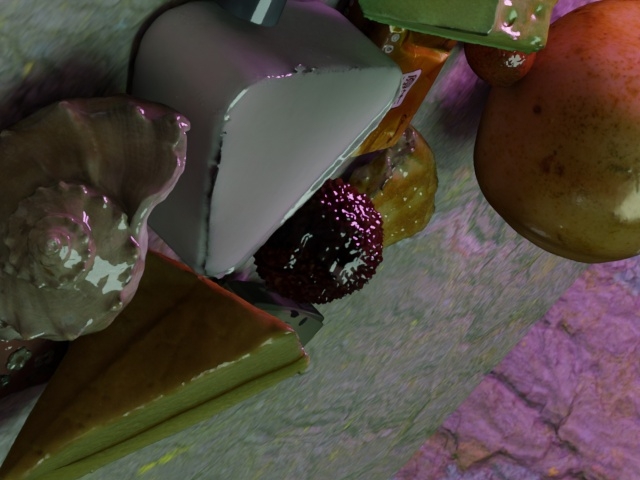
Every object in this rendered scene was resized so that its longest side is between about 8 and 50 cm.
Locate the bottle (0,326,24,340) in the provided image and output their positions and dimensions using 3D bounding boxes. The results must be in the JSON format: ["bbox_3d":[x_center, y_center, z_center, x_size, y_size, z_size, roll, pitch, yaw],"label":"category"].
[{"bbox_3d":[-0.338,0.057,1.550,0.099,0.099,0.152,-46,156,3],"label":"bottle"}]

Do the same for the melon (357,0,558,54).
[{"bbox_3d":[0.210,-0.381,1.613,0.331,0.226,0.343,8,99,-38],"label":"melon"}]

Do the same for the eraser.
[{"bbox_3d":[-0.096,-0.109,1.630,0.331,0.150,0.331,-40,157,-21],"label":"eraser"}]

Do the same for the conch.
[{"bbox_3d":[-0.242,-0.048,1.429,0.263,0.324,0.186,-45,115,2],"label":"conch"}]

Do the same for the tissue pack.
[{"bbox_3d":[0.069,-0.213,1.821,0.183,0.092,0.226,-19,149,-50],"label":"tissue pack"}]

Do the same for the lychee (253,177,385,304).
[{"bbox_3d":[0.000,0.000,1.978,0.188,0.188,0.188,-38,158,-18],"label":"lychee"}]

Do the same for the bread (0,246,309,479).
[{"bbox_3d":[-0.214,0.215,1.787,0.362,0.245,0.233,-57,168,-9],"label":"bread"}]

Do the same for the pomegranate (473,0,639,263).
[{"bbox_3d":[0.435,-0.157,2.181,0.416,0.416,0.417,-38,158,-18],"label":"pomegranate"}]

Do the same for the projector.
[{"bbox_3d":[-0.120,0.146,2.132,0.193,0.088,0.269,-48,158,10],"label":"projector"}]

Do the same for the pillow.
[{"bbox_3d":[-0.329,0.095,1.711,0.126,0.043,0.232,-23,149,-46],"label":"pillow"}]

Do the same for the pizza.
[{"bbox_3d":[0.054,-0.042,2.143,0.287,0.075,0.280,-36,154,-17],"label":"pizza"}]

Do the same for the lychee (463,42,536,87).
[{"bbox_3d":[0.246,-0.270,2.026,0.114,0.101,0.140,-38,157,-21],"label":"lychee"}]

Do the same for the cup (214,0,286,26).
[{"bbox_3d":[-0.073,-0.272,1.484,0.100,0.078,0.077,12,120,-30],"label":"cup"}]
